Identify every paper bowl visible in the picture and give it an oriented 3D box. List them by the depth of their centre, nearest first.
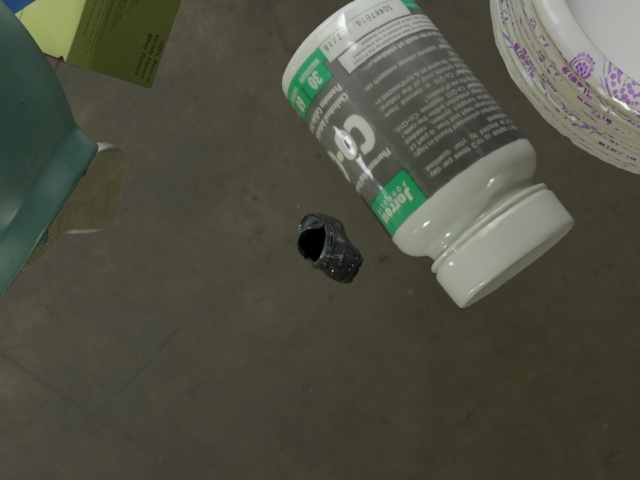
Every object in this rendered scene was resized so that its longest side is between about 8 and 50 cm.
[{"bbox_3d":[0.271,-0.182,0.749,0.284,0.284,0.148,13,164,-3],"label":"paper bowl"}]

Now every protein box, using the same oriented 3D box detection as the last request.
[{"bbox_3d":[-0.303,-0.333,1.330,0.136,0.201,0.199,23,98,21],"label":"protein box"}]

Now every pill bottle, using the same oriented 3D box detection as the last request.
[{"bbox_3d":[0.132,-0.111,1.209,0.204,0.204,0.361,-44,75,31],"label":"pill bottle"}]

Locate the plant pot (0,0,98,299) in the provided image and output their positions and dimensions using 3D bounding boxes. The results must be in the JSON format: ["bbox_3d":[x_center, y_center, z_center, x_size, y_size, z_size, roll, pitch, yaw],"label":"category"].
[{"bbox_3d":[-0.292,-0.051,0.733,0.196,0.293,0.293,34,123,-15],"label":"plant pot"}]

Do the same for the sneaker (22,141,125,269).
[{"bbox_3d":[-0.385,-0.065,1.315,0.148,0.350,0.131,12,107,13],"label":"sneaker"}]

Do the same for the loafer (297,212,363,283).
[{"bbox_3d":[0.000,0.000,1.566,0.078,0.223,0.076,24,101,-23],"label":"loafer"}]
